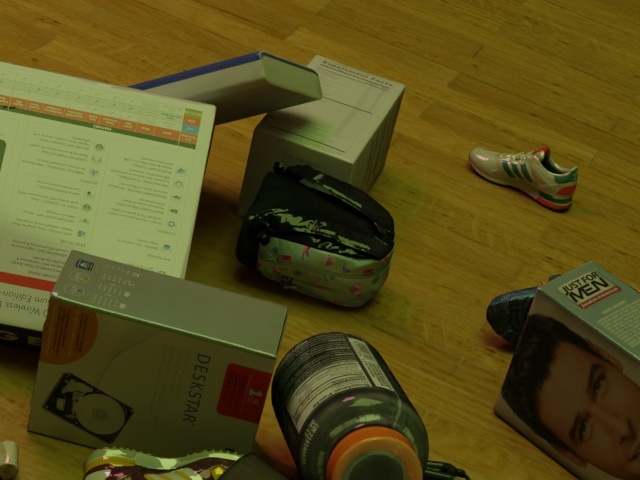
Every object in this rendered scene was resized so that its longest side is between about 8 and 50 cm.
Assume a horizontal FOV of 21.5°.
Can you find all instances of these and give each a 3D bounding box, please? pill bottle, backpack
[{"bbox_3d":[0.031,0.188,1.661,0.130,0.130,0.246,7,15,-12],"label":"pill bottle"},{"bbox_3d":[0.000,0.000,2.043,0.182,0.115,0.152,18,45,3],"label":"backpack"}]

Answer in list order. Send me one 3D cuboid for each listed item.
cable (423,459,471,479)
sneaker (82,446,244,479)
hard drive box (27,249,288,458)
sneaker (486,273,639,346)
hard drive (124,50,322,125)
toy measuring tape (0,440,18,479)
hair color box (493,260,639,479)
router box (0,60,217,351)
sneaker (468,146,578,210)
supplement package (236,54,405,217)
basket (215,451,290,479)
[{"bbox_3d":[0.075,0.284,1.724,0.184,0.047,0.151,8,42,-5],"label":"cable"},{"bbox_3d":[-0.142,0.255,1.659,0.185,0.070,0.084,2,44,-9],"label":"sneaker"},{"bbox_3d":[-0.166,0.130,1.720,0.232,0.181,0.089,14,33,-1],"label":"hard drive box"},{"bbox_3d":[0.290,0.084,2.084,0.221,0.083,0.087,-2,23,-33],"label":"sneaker"},{"bbox_3d":[-0.180,-0.162,2.046,0.318,0.040,0.210,-13,-5,18],"label":"hard drive"},{"bbox_3d":[-0.448,0.169,1.609,0.330,0.121,0.121,6,34,-15],"label":"toy measuring tape"},{"bbox_3d":[0.380,0.206,1.826,0.113,0.185,0.374,-21,48,-42],"label":"hair color box"},{"bbox_3d":[-0.305,-0.034,1.854,0.335,0.082,0.301,12,69,-6],"label":"router box"},{"bbox_3d":[0.287,-0.107,2.352,0.161,0.075,0.057,28,35,18],"label":"sneaker"},{"bbox_3d":[0.005,-0.120,2.202,0.139,0.134,0.244,20,33,10],"label":"supplement package"},{"bbox_3d":[-0.010,0.318,1.538,0.226,0.154,0.204,30,12,12],"label":"basket"}]
